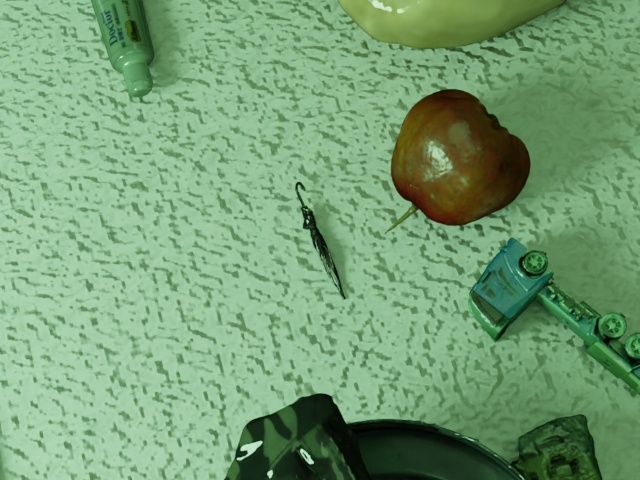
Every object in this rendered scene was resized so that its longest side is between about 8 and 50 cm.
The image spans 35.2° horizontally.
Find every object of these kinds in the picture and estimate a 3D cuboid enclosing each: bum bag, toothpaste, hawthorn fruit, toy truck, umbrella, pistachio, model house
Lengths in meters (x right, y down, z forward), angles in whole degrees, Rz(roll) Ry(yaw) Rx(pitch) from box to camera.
[{"bbox_3d":[0.032,0.272,0.710,0.144,0.095,0.340,-37,71,2],"label":"bum bag"},{"bbox_3d":[-0.214,-0.257,1.058,0.067,0.037,0.255,-21,66,3],"label":"toothpaste"},{"bbox_3d":[0.124,-0.070,0.922,0.125,0.140,0.125,10,35,-7],"label":"hawthorn fruit"},{"bbox_3d":[0.210,0.081,0.881,0.175,0.067,0.081,41,83,14],"label":"toy truck"},{"bbox_3d":[-0.001,0.001,0.954,0.013,0.022,0.122,-15,78,-28],"label":"umbrella"},{"bbox_3d":[0.161,-0.296,0.968,0.318,0.214,0.193,-19,112,-12],"label":"pistachio"},{"bbox_3d":[0.192,0.190,0.836,0.079,0.066,0.083,-16,67,14],"label":"model house"}]

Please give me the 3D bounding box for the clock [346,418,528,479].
[{"bbox_3d":[0.055,0.294,0.778,0.313,0.061,0.312,-4,74,16],"label":"clock"}]
